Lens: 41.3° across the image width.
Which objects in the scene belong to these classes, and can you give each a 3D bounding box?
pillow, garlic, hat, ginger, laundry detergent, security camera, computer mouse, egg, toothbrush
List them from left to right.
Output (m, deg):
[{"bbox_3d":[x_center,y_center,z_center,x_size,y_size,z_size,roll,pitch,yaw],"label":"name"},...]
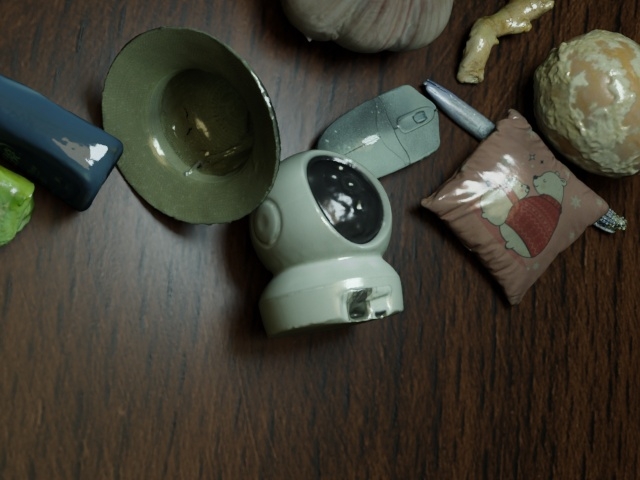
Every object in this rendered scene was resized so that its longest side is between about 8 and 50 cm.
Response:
[{"bbox_3d":[-0.379,-0.145,0.994,0.290,0.143,0.094,31,74,-12],"label":"laundry detergent"},{"bbox_3d":[-0.137,-0.156,1.085,0.257,0.257,0.130,58,35,-6],"label":"hat"},{"bbox_3d":[0.000,0.000,1.110,0.194,0.194,0.236,-5,79,-23],"label":"security camera"},{"bbox_3d":[0.067,-0.416,1.186,0.322,0.241,0.322,1,70,-4],"label":"garlic"},{"bbox_3d":[0.096,-0.154,1.232,0.229,0.068,0.113,-29,96,-24],"label":"computer mouse"},{"bbox_3d":[0.310,-0.357,1.351,0.089,0.075,0.288,30,68,27],"label":"ginger"},{"bbox_3d":[0.295,-0.052,1.285,0.236,0.084,0.223,44,81,-10],"label":"pillow"},{"bbox_3d":[0.323,-0.130,1.343,0.413,0.042,0.035,33,71,-13],"label":"toothbrush"},{"bbox_3d":[0.440,-0.208,1.314,0.203,0.203,0.245,-40,100,-23],"label":"egg"}]

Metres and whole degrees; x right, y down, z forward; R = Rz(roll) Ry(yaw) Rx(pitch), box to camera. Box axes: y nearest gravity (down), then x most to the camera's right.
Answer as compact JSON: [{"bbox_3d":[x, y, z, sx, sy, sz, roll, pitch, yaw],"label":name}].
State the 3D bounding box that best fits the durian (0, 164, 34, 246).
[{"bbox_3d":[-0.453,-0.033,0.964,0.250,0.101,0.139,-11,87,-24],"label":"durian"}]
